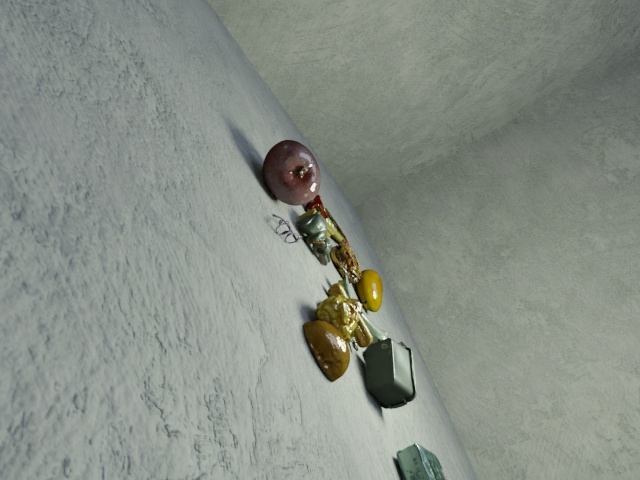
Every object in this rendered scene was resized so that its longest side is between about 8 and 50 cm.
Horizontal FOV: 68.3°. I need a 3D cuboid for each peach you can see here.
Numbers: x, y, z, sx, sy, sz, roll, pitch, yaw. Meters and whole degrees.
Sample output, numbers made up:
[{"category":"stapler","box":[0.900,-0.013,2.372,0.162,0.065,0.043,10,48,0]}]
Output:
[{"category":"peach","box":[-0.020,-0.155,2.379,0.172,0.092,0.127,86,-19,-88]}]

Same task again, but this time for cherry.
[{"category":"cherry","box":[-0.119,-0.271,1.895,0.307,0.221,0.261,-128,-166,-74]}]

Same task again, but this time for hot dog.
[{"category":"hot dog","box":[0.120,0.301,1.911,0.286,0.087,0.061,64,5,-3]}]

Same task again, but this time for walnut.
[{"category":"walnut","box":[0.036,0.326,1.446,0.211,0.087,0.167,58,15,-16]}]

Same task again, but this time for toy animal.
[{"category":"toy animal","box":[0.002,-0.004,2.021,0.236,0.138,0.108,55,-22,-14]}]

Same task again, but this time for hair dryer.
[{"category":"hair dryer","box":[0.238,0.412,2.108,0.229,0.092,0.267,51,-3,18]}]

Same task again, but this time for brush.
[{"category":"brush","box":[0.123,0.289,2.049,0.068,0.060,0.297,-78,152,-73]}]

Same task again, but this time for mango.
[{"category":"mango","box":[0.262,0.257,2.520,0.176,0.139,0.255,52,20,-27]}]

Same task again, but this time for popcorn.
[{"category":"popcorn","box":[0.058,0.259,1.588,0.140,0.164,0.194,23,9,22]}]

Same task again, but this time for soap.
[{"category":"soap","box":[-0.017,-0.067,2.163,0.252,0.092,0.037,44,22,-58]}]

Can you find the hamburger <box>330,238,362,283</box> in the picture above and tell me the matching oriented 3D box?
[{"category":"hamburger","box":[0.134,0.108,2.397,0.231,0.106,0.231,61,7,-12]}]

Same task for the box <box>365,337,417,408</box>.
[{"category":"box","box":[0.262,0.500,1.807,0.135,0.163,0.244,42,34,-32]}]

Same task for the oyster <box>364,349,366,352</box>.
[{"category":"oyster","box":[0.239,0.511,1.992,0.177,0.064,0.125,35,33,-63]}]

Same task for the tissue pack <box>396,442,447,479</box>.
[{"category":"tissue pack","box":[0.380,0.859,1.657,0.316,0.103,0.228,49,15,-51]}]

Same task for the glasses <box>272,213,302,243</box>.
[{"category":"glasses","box":[-0.128,-0.059,1.716,0.140,0.062,0.104,50,14,-50]}]

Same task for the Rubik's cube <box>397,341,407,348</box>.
[{"category":"Rubik's cube","box":[0.420,0.605,2.498,0.092,0.092,0.092,48,19,-52]}]

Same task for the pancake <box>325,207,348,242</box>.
[{"category":"pancake","box":[0.020,-0.139,2.648,0.427,0.066,0.305,47,11,-50]}]

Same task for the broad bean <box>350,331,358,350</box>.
[{"category":"broad bean","box":[0.068,0.293,1.773,0.292,0.049,0.144,53,15,-39]}]
